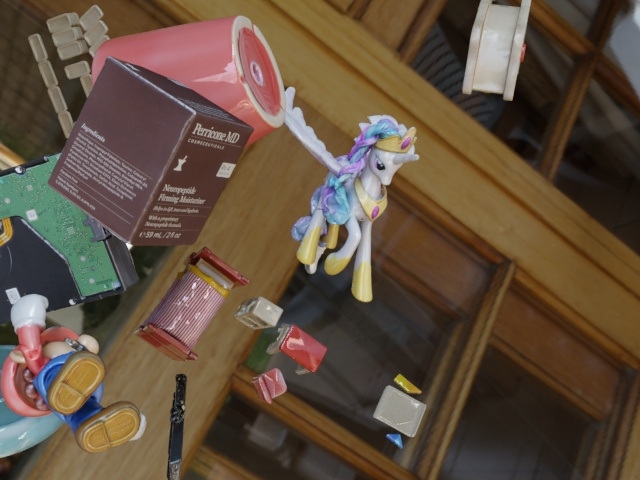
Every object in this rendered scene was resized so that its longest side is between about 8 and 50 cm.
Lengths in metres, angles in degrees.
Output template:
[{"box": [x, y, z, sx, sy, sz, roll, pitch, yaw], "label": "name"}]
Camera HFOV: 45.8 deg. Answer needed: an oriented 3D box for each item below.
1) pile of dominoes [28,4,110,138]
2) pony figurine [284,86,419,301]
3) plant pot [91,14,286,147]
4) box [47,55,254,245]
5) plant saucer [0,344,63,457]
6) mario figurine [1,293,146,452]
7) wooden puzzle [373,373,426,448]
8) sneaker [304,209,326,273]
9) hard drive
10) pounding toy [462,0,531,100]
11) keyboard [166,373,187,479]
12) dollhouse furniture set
[{"box": [-0.513, -0.368, 1.654, 0.196, 0.251, 0.040, -12, 15, 20], "label": "pile of dominoes"}, {"box": [0.057, -0.118, 1.475, 0.351, 0.303, 0.363, 57, 136, 48], "label": "pony figurine"}, {"box": [-0.207, -0.249, 1.290, 0.243, 0.274, 0.275, -15, 30, 19], "label": "plant pot"}, {"box": [-0.237, -0.119, 1.072, 0.203, 0.167, 0.168, -60, -20, 12], "label": "box"}, {"box": [-0.640, 0.296, 1.465, 0.317, 0.318, 0.043, -81, -2, -61], "label": "plant saucer"}, {"box": [-0.342, 0.180, 1.072, 0.321, 0.170, 0.197, 6, 93, 56], "label": "mario figurine"}, {"box": [0.128, 0.275, 1.221, 0.116, 0.079, 0.014, -49, -16, -40], "label": "wooden puzzle"}, {"box": [0.000, 0.000, 1.657, 0.054, 0.061, 0.152, 175, 105, -72], "label": "sneaker"}, {"box": [-0.483, 0.005, 1.204, 0.339, 0.236, 0.064, -15, 12, 16], "label": "hard drive"}, {"box": [0.258, -0.329, 1.241, 0.154, 0.155, 0.269, 88, -162, -45], "label": "pounding toy"}, {"box": [-0.295, 0.379, 1.560, 0.317, 0.033, 0.201, -117, 33, -70], "label": "keyboard"}, {"box": [-0.166, 0.203, 1.563, 0.201, 0.374, 0.152, -60, 17, -22], "label": "dollhouse furniture set"}]
